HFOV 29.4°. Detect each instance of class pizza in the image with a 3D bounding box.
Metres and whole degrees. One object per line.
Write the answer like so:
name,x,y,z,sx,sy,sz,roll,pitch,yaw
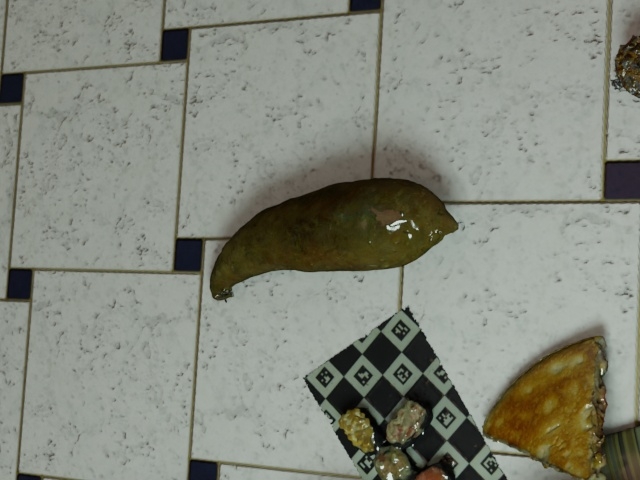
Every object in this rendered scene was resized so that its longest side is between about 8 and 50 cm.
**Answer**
pizza,0.298,0.234,1.512,0.201,0.053,0.193,-36,42,24

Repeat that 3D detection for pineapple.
pineapple,0.456,-0.231,1.485,0.221,0.083,0.103,-23,105,30

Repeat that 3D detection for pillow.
pillow,0.409,0.274,1.476,0.203,0.038,0.113,-20,72,24

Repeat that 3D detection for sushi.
sushi,0.101,0.253,1.639,0.192,0.043,0.280,-37,69,19

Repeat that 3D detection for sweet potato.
sweet potato,-0.004,-0.004,1.689,0.422,0.130,0.131,-14,77,32
